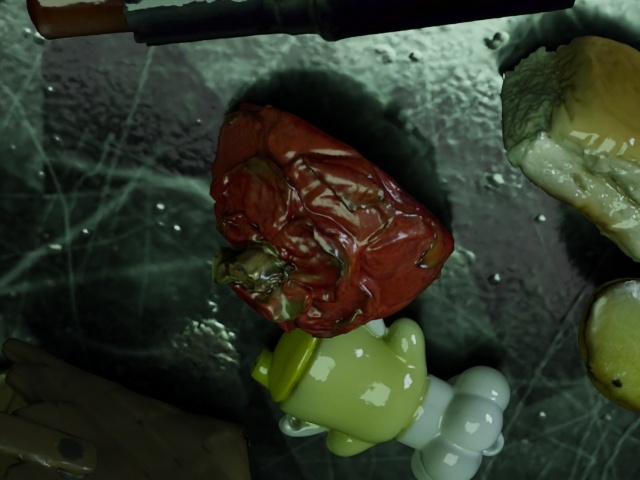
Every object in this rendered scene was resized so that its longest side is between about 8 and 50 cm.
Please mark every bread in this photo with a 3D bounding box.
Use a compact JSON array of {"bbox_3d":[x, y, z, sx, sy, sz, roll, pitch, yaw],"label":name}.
[{"bbox_3d":[0.233,0.030,0.916,0.187,0.065,0.149,-2,111,-13],"label":"bread"},{"bbox_3d":[0.165,-0.054,0.859,0.125,0.106,0.082,35,114,-15],"label":"bread"}]

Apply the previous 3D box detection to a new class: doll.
[{"bbox_3d":[0.041,0.095,0.964,0.162,0.062,0.106,27,114,-7],"label":"doll"}]

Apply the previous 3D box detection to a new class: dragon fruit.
[{"bbox_3d":[0.000,0.000,0.888,0.162,0.083,0.106,36,80,-13],"label":"dragon fruit"}]

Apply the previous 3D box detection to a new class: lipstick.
[{"bbox_3d":[-0.009,-0.146,0.839,0.299,0.081,0.081,-6,115,6],"label":"lipstick"}]

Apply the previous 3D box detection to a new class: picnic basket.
[{"bbox_3d":[-0.207,0.205,0.908,0.321,0.291,0.254,18,117,-19],"label":"picnic basket"}]
